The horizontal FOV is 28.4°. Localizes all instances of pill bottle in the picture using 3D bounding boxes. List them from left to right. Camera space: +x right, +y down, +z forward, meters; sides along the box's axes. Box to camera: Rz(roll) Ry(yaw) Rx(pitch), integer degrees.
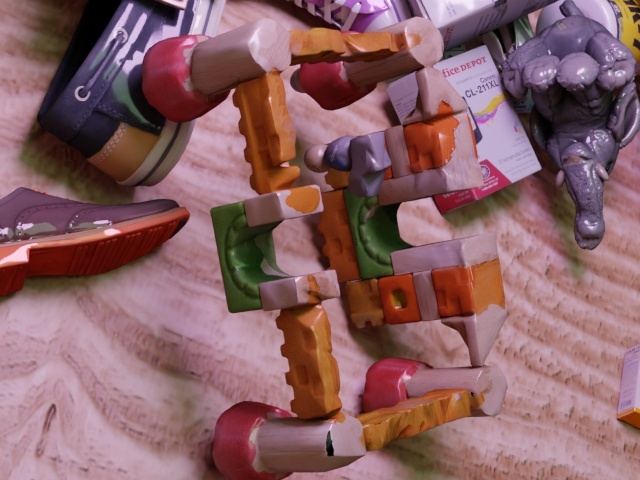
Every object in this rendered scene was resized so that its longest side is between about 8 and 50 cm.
[{"bbox_3d":[0.396,-0.282,1.733,0.208,0.119,0.119,-9,71,-49],"label":"pill bottle"}]

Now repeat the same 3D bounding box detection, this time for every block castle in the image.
[{"bbox_3d":[0.000,0.000,1.303,0.303,0.213,0.453,-11,90,-42],"label":"block castle"}]

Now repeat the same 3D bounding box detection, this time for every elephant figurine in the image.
[{"bbox_3d":[0.326,-0.146,1.595,0.186,0.169,0.239,-34,124,-17],"label":"elephant figurine"}]

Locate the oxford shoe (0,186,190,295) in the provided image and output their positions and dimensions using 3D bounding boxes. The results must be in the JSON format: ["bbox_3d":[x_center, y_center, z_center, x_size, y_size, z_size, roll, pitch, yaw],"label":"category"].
[{"bbox_3d":[-0.260,-0.018,1.273,0.271,0.097,0.098,-12,68,-33],"label":"oxford shoe"}]

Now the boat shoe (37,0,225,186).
[{"bbox_3d":[-0.196,-0.302,1.393,0.156,0.187,0.500,21,63,-26],"label":"boat shoe"}]

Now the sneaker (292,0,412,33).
[{"bbox_3d":[-0.021,-0.309,1.552,0.161,0.102,0.282,-35,77,-32],"label":"sneaker"}]

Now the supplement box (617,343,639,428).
[{"bbox_3d":[0.411,0.187,1.585,0.062,0.036,0.098,27,57,-16],"label":"supplement box"}]

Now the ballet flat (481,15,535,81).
[{"bbox_3d":[0.232,-0.306,1.649,0.068,0.072,0.213,-11,82,-27],"label":"ballet flat"}]

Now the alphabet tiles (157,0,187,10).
[{"bbox_3d":[-0.172,-0.360,1.321,0.198,0.009,0.237,18,66,-18],"label":"alphabet tiles"}]

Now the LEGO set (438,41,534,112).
[{"bbox_3d":[0.219,-0.249,1.698,0.244,0.060,0.182,-8,83,-31],"label":"LEGO set"}]

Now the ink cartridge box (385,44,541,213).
[{"bbox_3d":[0.178,-0.140,1.573,0.127,0.072,0.175,-25,91,-35],"label":"ink cartridge box"}]

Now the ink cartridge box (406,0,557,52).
[{"bbox_3d":[0.206,-0.314,1.548,0.208,0.153,0.086,-25,84,-3],"label":"ink cartridge box"}]
